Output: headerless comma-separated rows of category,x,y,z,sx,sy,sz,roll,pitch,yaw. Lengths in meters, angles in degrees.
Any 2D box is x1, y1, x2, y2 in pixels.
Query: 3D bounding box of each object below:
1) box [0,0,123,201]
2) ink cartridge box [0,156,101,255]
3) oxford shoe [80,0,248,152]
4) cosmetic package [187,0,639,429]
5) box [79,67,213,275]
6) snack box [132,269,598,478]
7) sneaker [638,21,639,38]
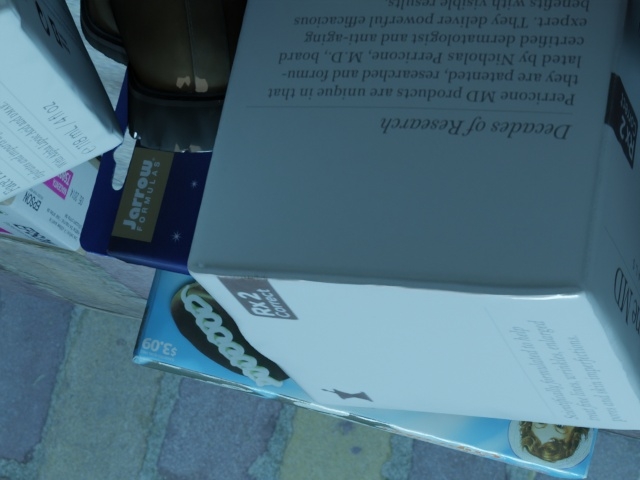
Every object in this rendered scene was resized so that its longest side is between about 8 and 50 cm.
box,-0.176,-0.110,0.679,0.119,0.182,0.181,-25,167,1
ink cartridge box,-0.299,-0.068,1.476,0.193,0.088,0.235,14,170,12
oxford shoe,-0.062,-0.119,0.798,0.083,0.096,0.227,-9,-157,-13
cosmetic package,0.058,-0.037,0.713,0.151,0.184,0.151,2,157,21
box,-0.043,-0.041,1.094,0.225,0.136,0.036,10,170,25
snack box,0.049,0.036,1.252,0.322,0.187,0.060,15,170,-8
sneaker,0.180,-0.046,0.655,0.112,0.121,0.299,19,143,34
